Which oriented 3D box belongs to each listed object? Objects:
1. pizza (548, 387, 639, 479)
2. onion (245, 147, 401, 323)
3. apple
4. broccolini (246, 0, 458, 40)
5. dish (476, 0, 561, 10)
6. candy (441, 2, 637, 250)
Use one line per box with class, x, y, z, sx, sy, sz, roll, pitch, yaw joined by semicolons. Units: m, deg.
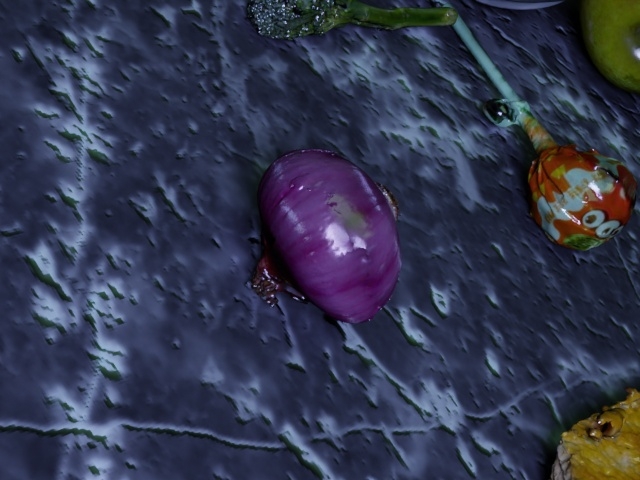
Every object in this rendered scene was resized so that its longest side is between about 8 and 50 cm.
pizza;0.231;0.190;0.707;0.189;0.071;0.297;21;40;-9
onion;0.000;0.000;0.657;0.115;0.104;0.115;51;-3;4
apple;0.354;-0.236;1.090;0.196;0.196;0.196;23;44;-25
broccolini;0.035;-0.184;0.880;0.239;0.054;0.051;-6;96;-47
dish;0.190;-0.306;1.020;0.303;0.120;0.303;0;50;-1
candy;0.173;-0.113;0.926;0.078;0.084;0.288;1;49;-36
